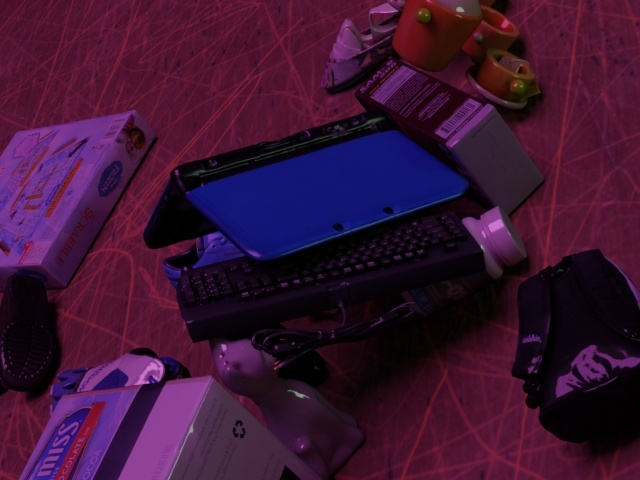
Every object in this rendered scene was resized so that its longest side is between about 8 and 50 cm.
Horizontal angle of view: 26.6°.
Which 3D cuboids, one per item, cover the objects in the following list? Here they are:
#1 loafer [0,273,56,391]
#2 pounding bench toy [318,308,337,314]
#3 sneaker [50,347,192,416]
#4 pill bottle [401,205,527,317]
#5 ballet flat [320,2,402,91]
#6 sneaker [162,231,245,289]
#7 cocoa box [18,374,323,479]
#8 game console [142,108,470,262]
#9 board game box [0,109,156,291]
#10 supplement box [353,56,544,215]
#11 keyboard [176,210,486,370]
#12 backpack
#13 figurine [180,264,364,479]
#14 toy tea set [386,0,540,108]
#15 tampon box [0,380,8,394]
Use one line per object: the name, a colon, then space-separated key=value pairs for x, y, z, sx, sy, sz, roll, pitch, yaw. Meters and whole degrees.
loafer: x=-0.428 y=0.144 z=1.950 sx=0.220 sy=0.080 sz=0.078 roll=-100 pitch=32 yaw=-51
pounding bench toy: x=-0.005 y=0.064 z=1.616 sx=0.052 sy=0.065 sz=0.083 roll=0 pitch=42 yaw=1
sneaker: x=-0.231 y=0.228 z=1.599 sx=0.182 sy=0.127 sz=0.315 roll=-31 pitch=33 yaw=17
pill bottle: x=0.154 y=0.022 z=1.501 sx=0.137 sy=0.078 sz=0.078 roll=-30 pitch=35 yaw=16
ballet flat: x=0.080 y=-0.294 z=1.934 sx=0.221 sy=0.079 sz=0.077 roll=-26 pitch=37 yaw=21
sneaker: x=-0.111 y=0.009 z=1.774 sx=0.209 sy=0.082 sz=0.069 roll=-27 pitch=34 yaw=16
cocoa box: x=-0.181 y=0.340 z=1.326 sx=0.228 sy=0.231 sz=0.347 roll=-11 pitch=43 yaw=38
game console: x=-0.022 y=-0.029 z=1.560 sx=0.293 sy=0.173 sz=0.250 roll=-18 pitch=-20 yaw=-29
board game box: x=-0.457 y=-0.059 z=2.202 sx=0.318 sy=0.066 sz=0.319 roll=-4 pitch=49 yaw=42
supplement box: x=0.150 y=-0.127 z=1.630 sx=0.073 sy=0.130 sz=0.239 roll=-44 pitch=33 yaw=-5
keyboard: x=0.014 y=0.046 z=1.391 sx=0.317 sy=0.033 sz=0.201 roll=-14 pitch=34 yaw=-8
backpack: x=0.255 y=0.098 z=1.285 sx=0.152 sy=0.115 sz=0.182 roll=-20 pitch=36 yaw=9
figurine: x=-0.065 y=0.139 z=1.463 sx=0.092 sy=0.209 sz=0.215 roll=-39 pitch=34 yaw=3
toy tea set: x=0.186 y=-0.310 z=1.734 sx=0.336 sy=0.200 sz=0.124 roll=-97 pitch=31 yaw=-55
tampon box: x=-0.540 y=0.175 z=1.983 sx=0.120 sy=0.101 sz=0.161 roll=-36 pitch=34 yaw=6
